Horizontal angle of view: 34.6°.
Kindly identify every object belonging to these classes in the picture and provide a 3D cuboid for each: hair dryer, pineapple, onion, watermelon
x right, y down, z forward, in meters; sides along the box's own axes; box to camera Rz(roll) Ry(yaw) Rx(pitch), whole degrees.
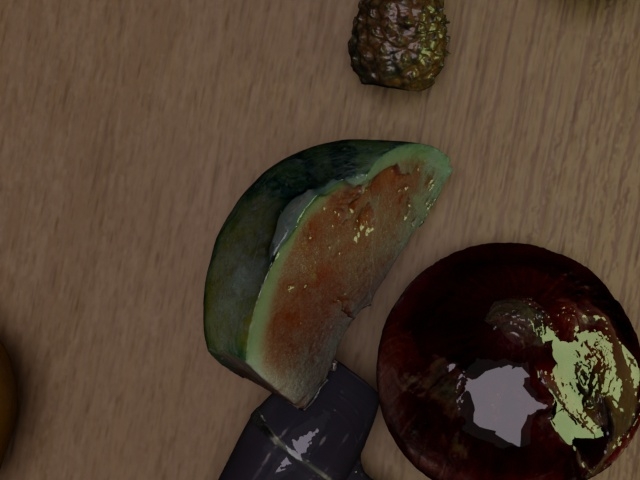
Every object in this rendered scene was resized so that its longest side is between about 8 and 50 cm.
[{"bbox_3d":[0.041,0.329,1.056,0.361,0.121,0.301,37,85,-3],"label":"hair dryer"},{"bbox_3d":[0.091,-0.253,1.046,0.108,0.108,0.198,12,109,5],"label":"pineapple"},{"bbox_3d":[0.192,0.115,0.992,0.272,0.195,0.272,1,68,-2],"label":"onion"},{"bbox_3d":[0.000,0.000,1.021,0.180,0.224,0.305,39,77,-13],"label":"watermelon"}]

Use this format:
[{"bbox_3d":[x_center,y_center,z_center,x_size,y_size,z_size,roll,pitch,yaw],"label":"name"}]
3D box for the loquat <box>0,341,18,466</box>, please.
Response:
[{"bbox_3d":[-0.405,0.183,1.062,0.187,0.176,0.234,0,101,-36],"label":"loquat"}]
